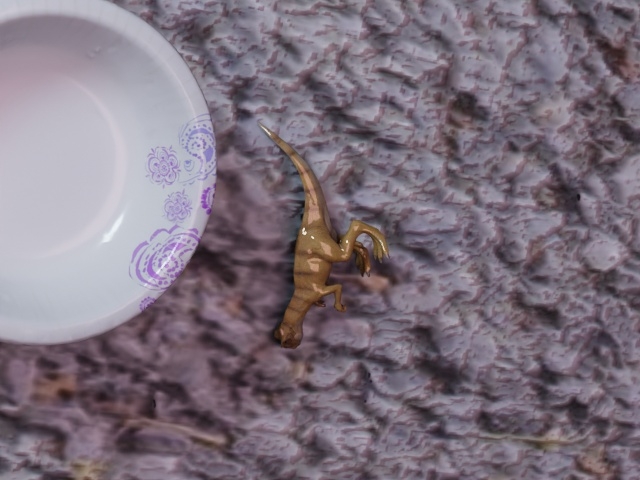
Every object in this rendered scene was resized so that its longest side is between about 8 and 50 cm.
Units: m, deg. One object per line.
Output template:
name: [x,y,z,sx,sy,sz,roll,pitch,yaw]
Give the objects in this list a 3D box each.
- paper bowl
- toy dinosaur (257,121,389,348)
paper bowl: [-0.238,-0.064,1.421,0.284,0.148,0.284,-3,98,-24]
toy dinosaur: [0.000,0.000,1.589,0.112,0.064,0.211,0,97,-24]
